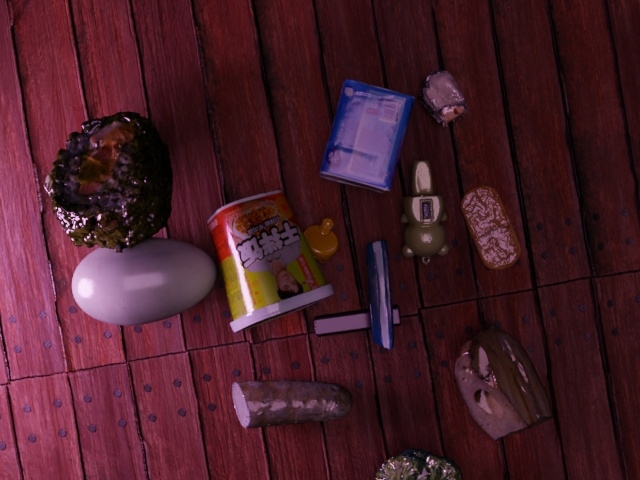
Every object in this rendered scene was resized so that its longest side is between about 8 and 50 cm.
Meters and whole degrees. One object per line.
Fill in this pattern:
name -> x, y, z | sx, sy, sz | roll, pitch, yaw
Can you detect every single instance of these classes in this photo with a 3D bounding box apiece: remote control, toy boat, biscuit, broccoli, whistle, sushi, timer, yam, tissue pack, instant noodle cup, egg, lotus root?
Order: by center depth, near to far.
sushi -> -0.535, -0.146, 1.762 | 0.294, 0.178, 0.352 | -10, 53, 4
instant noodle cup -> -0.147, 0.049, 1.808 | 0.293, 0.294, 0.308 | -21, 83, -2
egg -> -0.457, 0.103, 1.808 | 0.370, 0.230, 0.230 | -7, 90, -6
broccoli -> 0.261, 0.691, 1.832 | 0.265, 0.245, 0.294 | 35, 118, -2
tissue pack -> 0.124, -0.279, 1.874 | 0.198, 0.146, 0.263 | 15, 90, -1
yam -> -0.076, 0.444, 1.880 | 0.330, 0.133, 0.133 | 1, 90, -6
timer -> 0.000, 0.000, 1.887 | 0.107, 0.109, 0.107 | 12, 48, -13
toy boat -> 0.165, 0.149, 1.895 | 0.061, 0.096, 0.299 | -4, 81, 6
whistle -> 0.283, -0.077, 1.901 | 0.131, 0.106, 0.289 | -4, 91, 0
lotus root -> 0.487, 0.396, 1.905 | 0.210, 0.142, 0.314 | -25, 86, -40
remote control -> 0.105, 0.225, 1.935 | 0.245, 0.025, 0.063 | -8, 86, -3
biscuit -> 0.480, -0.036, 1.948 | 0.118, 0.029, 0.247 | -23, 91, -2

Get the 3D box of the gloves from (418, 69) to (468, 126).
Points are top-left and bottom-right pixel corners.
gloves -> 0.336, -0.396, 1.923 | 0.114, 0.070, 0.153 | -29, 85, 6
